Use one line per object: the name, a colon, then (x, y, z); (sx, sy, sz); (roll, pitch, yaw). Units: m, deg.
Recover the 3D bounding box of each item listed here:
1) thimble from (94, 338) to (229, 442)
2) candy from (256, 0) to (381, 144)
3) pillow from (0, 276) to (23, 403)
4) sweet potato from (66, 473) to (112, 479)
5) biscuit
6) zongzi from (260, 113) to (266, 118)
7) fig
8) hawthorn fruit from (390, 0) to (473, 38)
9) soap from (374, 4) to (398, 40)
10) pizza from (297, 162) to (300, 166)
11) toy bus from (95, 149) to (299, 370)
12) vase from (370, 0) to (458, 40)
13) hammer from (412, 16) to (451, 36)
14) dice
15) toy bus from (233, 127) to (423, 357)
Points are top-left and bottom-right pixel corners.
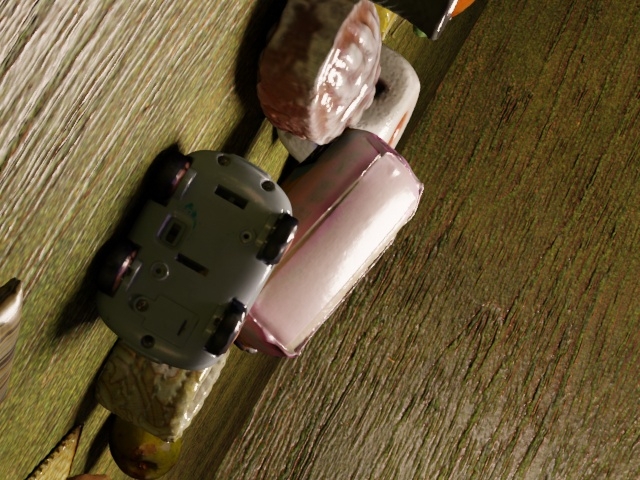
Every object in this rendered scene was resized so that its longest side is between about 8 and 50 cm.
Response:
thimble: (-0.237, 0.197, 1.789); (0.190, 0.143, 0.137); (-59, 172, -18)
candy: (-0.003, -0.252, 1.691); (0.289, 0.157, 0.214); (56, 57, -75)
pillow: (-0.350, 0.137, 1.215); (0.113, 0.038, 0.203); (-55, 171, -44)
sweet potato: (-0.374, 0.433, 1.927); (0.354, 0.095, 0.106); (96, 19, -75)
biscuit: (-0.413, 0.368, 1.723); (0.203, 0.016, 0.144); (-53, 169, -52)
zongzi: (-0.065, -0.214, 1.848); (0.067, 0.073, 0.083); (-44, 121, -66)
fig: (-0.304, 0.310, 1.992); (0.126, 0.185, 0.133); (-25, 137, -4)
hawthorn fruit: (0.211, -0.504, 2.447); (0.285, 0.165, 0.165); (-36, -168, 42)
soap: (0.135, -0.482, 2.091); (0.233, 0.076, 0.135); (-59, 172, -28)
pizza: (0.010, -0.184, 2.303); (0.268, 0.087, 0.258); (-64, 176, 28)
toy bus: (-0.166, 0.025, 1.561); (0.288, 0.194, 0.232); (-61, -175, -8)
vase: (0.054, -0.332, 1.457); (0.115, 0.237, 0.115); (-60, 173, -12)
hammer: (0.232, -0.471, 2.146); (0.206, 0.119, 0.335); (-58, 177, -27)
dice: (0.047, -0.224, 1.996); (0.194, 0.191, 0.193); (-57, 173, -25)
toy bus: (0.000, 0.000, 1.781); (0.386, 0.171, 0.162); (-50, -146, -16)
